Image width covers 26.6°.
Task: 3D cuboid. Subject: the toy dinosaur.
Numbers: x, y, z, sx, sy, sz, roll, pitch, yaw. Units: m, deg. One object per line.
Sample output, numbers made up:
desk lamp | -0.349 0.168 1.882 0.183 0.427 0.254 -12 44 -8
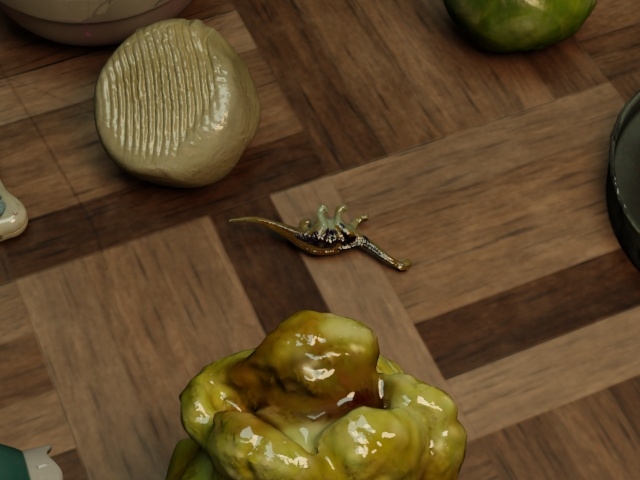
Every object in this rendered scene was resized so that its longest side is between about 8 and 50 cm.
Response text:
toy dinosaur | 0.004 -0.012 1.334 0.180 0.037 0.058 9 49 6

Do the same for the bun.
bun | -0.139 -0.133 1.377 0.166 0.113 0.173 18 78 19

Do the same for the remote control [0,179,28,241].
remote control | -0.346 -0.044 1.361 0.074 0.032 0.122 -26 58 -19

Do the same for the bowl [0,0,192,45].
bowl | -0.247 -0.320 1.498 0.287 0.144 0.287 0 53 0

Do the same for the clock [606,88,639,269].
clock | 0.441 -0.052 1.347 0.319 0.066 0.319 0 54 0

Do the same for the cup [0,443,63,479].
cup | -0.291 0.232 1.081 0.173 0.167 0.300 -9 80 -18

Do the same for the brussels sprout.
brussels sprout | 0.213 -0.282 1.473 0.161 0.144 0.181 -10 28 16

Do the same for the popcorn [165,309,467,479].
popcorn | -0.012 0.191 1.050 0.225 0.276 0.276 9 54 0
